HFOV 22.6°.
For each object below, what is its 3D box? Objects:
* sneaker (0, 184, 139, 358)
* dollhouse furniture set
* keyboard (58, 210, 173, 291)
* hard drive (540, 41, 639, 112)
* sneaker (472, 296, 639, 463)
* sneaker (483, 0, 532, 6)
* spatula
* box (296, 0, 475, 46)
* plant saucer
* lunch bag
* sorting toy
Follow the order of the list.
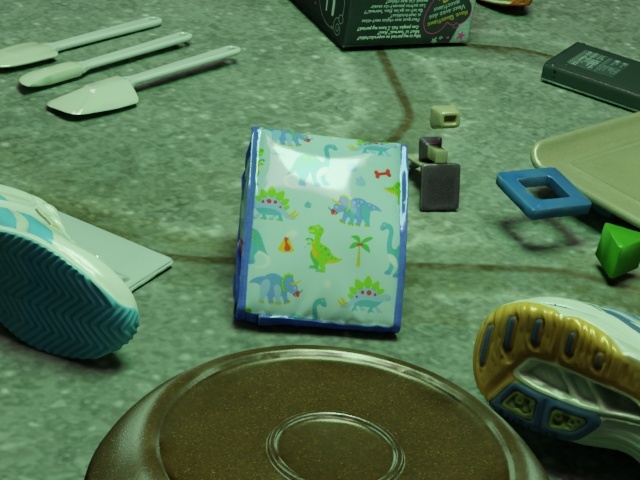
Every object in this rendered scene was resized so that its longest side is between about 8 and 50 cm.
[{"bbox_3d":[-0.215,0.009,1.168,0.229,0.087,0.092,26,31,26],"label":"sneaker"},{"bbox_3d":[0.058,-0.078,1.417,0.114,0.091,0.081,-3,15,-14],"label":"dollhouse furniture set"},{"bbox_3d":[-0.241,-0.014,1.283,0.256,0.014,0.072,22,26,23],"label":"keyboard"},{"bbox_3d":[0.315,-0.171,1.699,0.135,0.022,0.094,22,31,25],"label":"hard drive"},{"bbox_3d":[0.253,0.112,1.078,0.296,0.112,0.131,31,22,24],"label":"sneaker"},{"bbox_3d":[0.204,-0.326,1.909,0.064,0.067,0.175,-2,32,-21],"label":"sneaker"},{"bbox_3d":[-0.204,-0.177,1.587,0.168,0.019,0.242,23,30,36],"label":"spatula"},{"bbox_3d":[0.056,-0.325,1.791,0.163,0.142,0.247,-5,32,-25],"label":"box"},{"bbox_3d":[0.007,0.149,1.009,0.311,0.050,0.310,5,28,-3],"label":"plant saucer"},{"bbox_3d":[0.000,0.000,1.234,0.129,0.096,0.151,5,58,-6],"label":"lunch bag"},{"bbox_3d":[0.311,-0.041,1.440,0.348,0.047,0.196,-17,42,-38],"label":"sorting toy"}]
